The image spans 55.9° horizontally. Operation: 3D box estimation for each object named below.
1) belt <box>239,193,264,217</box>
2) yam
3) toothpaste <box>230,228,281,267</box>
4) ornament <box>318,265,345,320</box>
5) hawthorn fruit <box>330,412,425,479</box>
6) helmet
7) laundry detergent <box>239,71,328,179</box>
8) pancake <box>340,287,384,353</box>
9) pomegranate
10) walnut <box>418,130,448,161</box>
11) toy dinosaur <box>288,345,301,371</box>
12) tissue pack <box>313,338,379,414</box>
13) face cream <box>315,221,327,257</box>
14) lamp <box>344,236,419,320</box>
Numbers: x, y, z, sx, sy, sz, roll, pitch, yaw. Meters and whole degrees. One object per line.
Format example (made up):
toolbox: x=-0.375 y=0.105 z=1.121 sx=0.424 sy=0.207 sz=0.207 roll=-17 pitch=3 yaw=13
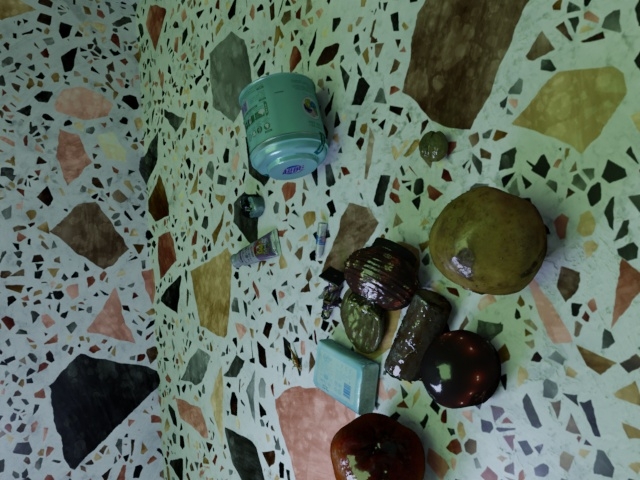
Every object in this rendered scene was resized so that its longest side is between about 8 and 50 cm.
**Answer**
belt: x=-0.294 y=-0.147 z=2.576 sx=0.140 sy=0.058 sz=0.105 roll=6 pitch=98 yaw=53
yam: x=0.283 y=0.280 z=1.745 sx=0.131 sy=0.131 sz=0.280 roll=44 pitch=125 yaw=44
toothpaste: x=-0.270 y=0.047 z=2.547 sx=0.299 sy=0.073 sz=0.114 roll=-24 pitch=72 yaw=43
ornament: x=0.041 y=0.202 z=2.123 sx=0.081 sy=0.088 sz=0.203 roll=21 pitch=123 yaw=27
hawthorn fruit: x=0.166 y=0.662 z=1.801 sx=0.311 sy=0.295 sz=0.295 roll=119 pitch=140 yaw=-68
helmet: x=0.367 y=0.336 z=1.593 sx=0.216 sy=0.193 sz=0.189 roll=-36 pitch=52 yaw=-2
laundry detergent: x=-0.127 y=-0.389 z=2.152 sx=0.287 sy=0.287 sz=0.305 roll=-31 pitch=66 yaw=50
pancake: x=0.140 y=0.257 z=2.005 sx=0.236 sy=0.042 sz=0.222 roll=35 pitch=122 yaw=52
pomegranate: x=0.399 y=0.002 z=1.451 sx=0.281 sy=0.281 sz=0.281 roll=1 pitch=91 yaw=54
walnut: x=0.322 y=-0.268 z=1.719 sx=0.092 sy=0.092 sz=0.092 roll=1 pitch=91 yaw=54
toy dinosaur: x=-0.106 y=0.465 z=2.354 sx=0.041 sy=0.026 sz=0.113 roll=-48 pitch=62 yaw=34
tissue pack: x=0.085 y=0.455 z=2.047 sx=0.263 sy=0.089 sz=0.177 roll=18 pitch=103 yaw=55
face cream: x=0.000 y=0.000 z=2.198 sx=0.034 sy=0.034 sz=0.130 roll=23 pitch=109 yaw=51
lamp: x=0.177 y=0.117 z=1.795 sx=0.247 sy=0.247 sz=0.247 roll=1 pitch=91 yaw=54
